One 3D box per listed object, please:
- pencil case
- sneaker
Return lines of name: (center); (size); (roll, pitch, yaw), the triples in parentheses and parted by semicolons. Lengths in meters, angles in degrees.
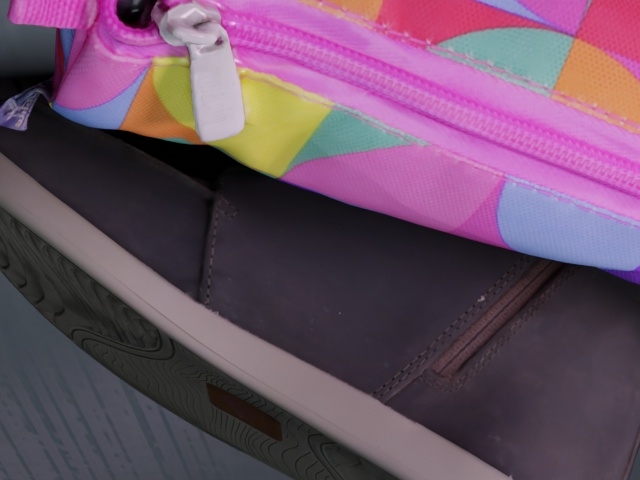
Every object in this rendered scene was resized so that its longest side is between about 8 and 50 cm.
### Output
pencil case: (0.047, -0.040, 0.358); (0.236, 0.104, 0.104); (16, 138, -14)
sneaker: (0.000, 0.000, 0.449); (0.222, 0.118, 0.083); (31, 158, 9)
